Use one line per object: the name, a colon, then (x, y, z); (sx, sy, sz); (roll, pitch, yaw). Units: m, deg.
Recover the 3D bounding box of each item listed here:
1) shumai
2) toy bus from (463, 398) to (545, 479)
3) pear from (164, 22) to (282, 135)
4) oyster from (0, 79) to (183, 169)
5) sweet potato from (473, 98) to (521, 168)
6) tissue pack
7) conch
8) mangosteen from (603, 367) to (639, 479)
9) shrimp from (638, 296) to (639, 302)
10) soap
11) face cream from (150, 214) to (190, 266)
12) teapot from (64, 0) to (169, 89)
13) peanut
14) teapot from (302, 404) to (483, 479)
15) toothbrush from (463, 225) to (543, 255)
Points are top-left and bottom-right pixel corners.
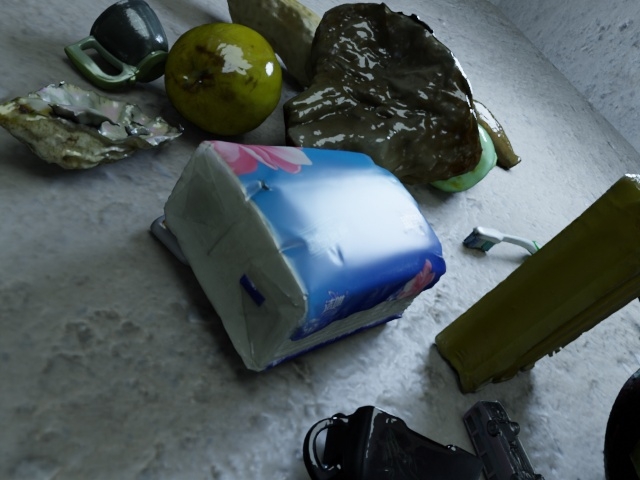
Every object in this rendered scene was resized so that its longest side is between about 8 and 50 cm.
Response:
shumai: (0.066, -0.180, 0.862); (0.346, 0.217, 0.283); (43, 77, 8)
toy bus: (0.199, 0.239, 0.602); (0.037, 0.052, 0.130); (11, 41, -26)
pear: (-0.127, -0.215, 0.741); (0.149, 0.149, 0.162); (43, 31, 7)
oyster: (-0.239, -0.119, 0.611); (0.133, 0.072, 0.209); (27, 16, -5)
sweet potato: (0.365, -0.278, 1.301); (0.286, 0.085, 0.112); (39, 30, 1)
tissue pack: (0.000, 0.000, 0.604); (0.270, 0.137, 0.209); (-6, 59, -52)
conch: (0.257, -0.172, 1.060); (0.250, 0.143, 0.137); (-42, 124, -66)
mangosteen: (0.469, 0.264, 0.600); (0.330, 0.330, 0.330); (24, 37, -20)
shrimp: (0.696, 0.275, 0.989); (0.272, 0.085, 0.445); (-3, 56, -36)
soap: (0.304, 0.058, 0.670); (0.199, 0.315, 0.091); (-5, 53, -43)
face cream: (-0.140, 0.006, 0.588); (0.083, 0.021, 0.040); (44, 34, 8)
teapot: (-0.254, -0.247, 0.737); (0.091, 0.124, 0.092); (51, -2, 4)
peanut: (-0.072, -0.379, 0.998); (0.274, 0.125, 0.111); (45, 22, -2)
teapot: (0.061, 0.217, 0.485); (0.177, 0.087, 0.096); (30, 59, -12)
toothbrush: (0.422, 0.022, 1.053); (0.418, 0.040, 0.042); (10, 42, -35)
